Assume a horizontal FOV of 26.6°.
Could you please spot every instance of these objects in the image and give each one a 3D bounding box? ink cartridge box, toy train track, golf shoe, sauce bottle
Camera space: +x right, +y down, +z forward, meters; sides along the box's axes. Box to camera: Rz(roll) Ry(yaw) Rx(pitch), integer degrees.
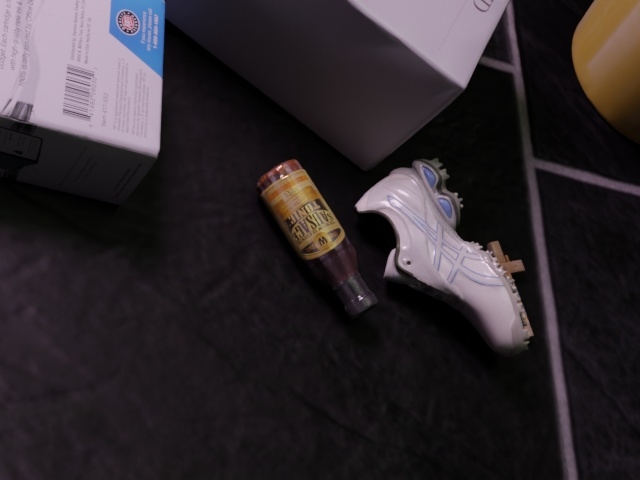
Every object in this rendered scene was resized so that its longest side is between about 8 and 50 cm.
[{"bbox_3d":[-0.210,-0.120,0.936,0.190,0.082,0.139,13,57,-23],"label":"ink cartridge box"},{"bbox_3d":[0.153,0.042,1.108,0.048,0.014,0.083,-8,73,-42],"label":"toy train track"},{"bbox_3d":[0.091,0.026,1.059,0.086,0.069,0.176,-27,75,-19],"label":"golf shoe"},{"bbox_3d":[0.000,0.000,1.019,0.042,0.042,0.128,-27,77,-39],"label":"sauce bottle"}]

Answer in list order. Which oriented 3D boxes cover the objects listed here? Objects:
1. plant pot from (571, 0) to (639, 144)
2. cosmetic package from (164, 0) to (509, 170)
[{"bbox_3d":[0.367,-0.208,1.238,0.254,0.239,0.254,15,56,-23],"label":"plant pot"},{"bbox_3d":[-0.035,-0.263,1.073,0.385,0.156,0.217,35,53,-10],"label":"cosmetic package"}]
